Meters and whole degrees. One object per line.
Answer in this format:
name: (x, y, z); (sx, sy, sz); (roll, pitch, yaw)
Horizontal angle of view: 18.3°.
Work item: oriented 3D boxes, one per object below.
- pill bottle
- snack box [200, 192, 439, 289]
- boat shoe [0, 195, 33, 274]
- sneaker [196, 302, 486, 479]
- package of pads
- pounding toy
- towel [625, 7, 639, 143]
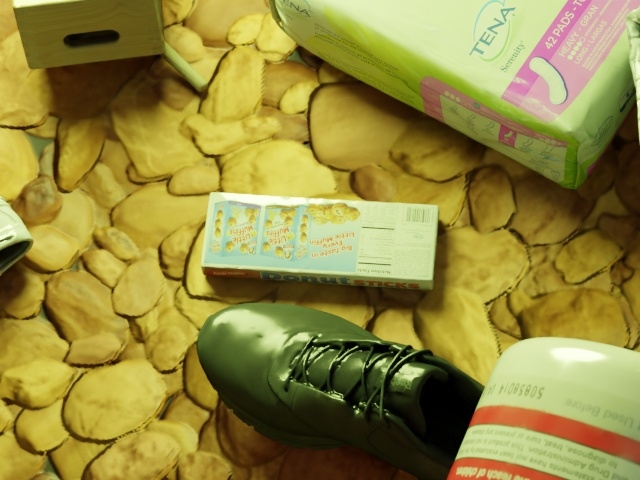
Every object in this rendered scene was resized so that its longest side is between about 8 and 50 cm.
pill bottle: (0.143, 0.283, 1.202); (0.229, 0.229, 0.407); (21, 76, 13)
snack box: (0.000, 0.000, 1.519); (0.178, 0.022, 0.064); (4, 68, 6)
boat shoe: (-0.299, 0.040, 1.511); (0.184, 0.066, 0.063); (-38, 68, -22)
sneaker: (0.041, 0.107, 1.411); (0.286, 0.130, 0.109); (20, 72, 14)
package of pads: (0.132, -0.198, 1.552); (0.297, 0.101, 0.229); (31, 71, 17)
pounding toy: (-0.168, -0.191, 1.588); (0.141, 0.100, 0.130); (-6, 52, -1)
towel: (0.354, -0.052, 1.408); (0.235, 0.121, 0.283); (5, 63, -23)
